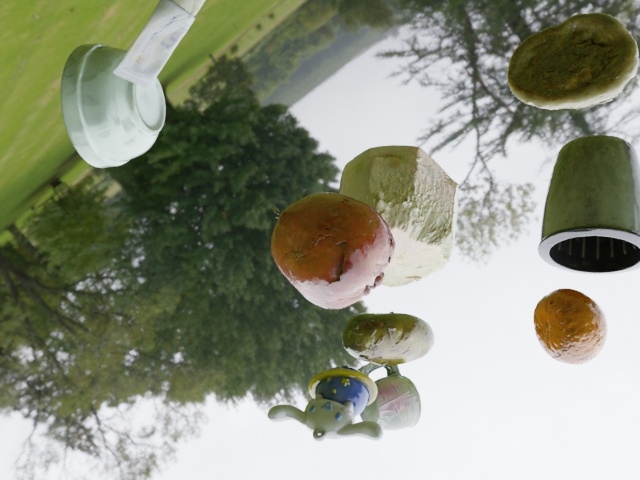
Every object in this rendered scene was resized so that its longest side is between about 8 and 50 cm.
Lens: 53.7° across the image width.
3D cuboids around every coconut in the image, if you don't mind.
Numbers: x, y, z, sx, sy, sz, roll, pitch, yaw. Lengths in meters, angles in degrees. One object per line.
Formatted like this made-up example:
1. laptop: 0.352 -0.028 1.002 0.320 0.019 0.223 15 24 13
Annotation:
1. coconut: 0.185 -0.078 1.532 0.297 0.297 0.310 -28 -142 37

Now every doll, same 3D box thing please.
1. doll: 0.015 0.461 1.743 0.310 0.160 0.243 -1 -133 4

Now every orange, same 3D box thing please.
1. orange: 0.633 0.216 1.596 0.161 0.194 0.193 -5 -172 -10

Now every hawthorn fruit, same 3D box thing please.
1. hawthorn fruit: 0.000 0.000 1.191 0.211 0.211 0.299 -42 -126 -20

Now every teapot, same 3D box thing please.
1. teapot: 0.204 0.481 1.956 0.178 0.222 0.163 -2 -179 -31

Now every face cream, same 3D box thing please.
1. face cream: -0.313 -0.404 1.248 0.224 0.070 0.114 -54 161 12

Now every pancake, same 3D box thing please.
1. pancake: 0.554 -0.394 1.404 0.282 0.049 0.283 -17 -126 25

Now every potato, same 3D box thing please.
1. potato: 0.206 0.293 1.878 0.176 0.298 0.141 112 -21 -47

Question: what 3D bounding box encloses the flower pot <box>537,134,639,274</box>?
1. flower pot: 0.777 -0.104 1.773 0.293 0.293 0.331 -21 -130 53

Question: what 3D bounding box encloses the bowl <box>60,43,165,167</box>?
1. bowl: -0.498 -0.339 1.577 0.163 0.307 0.307 -2 -157 13
